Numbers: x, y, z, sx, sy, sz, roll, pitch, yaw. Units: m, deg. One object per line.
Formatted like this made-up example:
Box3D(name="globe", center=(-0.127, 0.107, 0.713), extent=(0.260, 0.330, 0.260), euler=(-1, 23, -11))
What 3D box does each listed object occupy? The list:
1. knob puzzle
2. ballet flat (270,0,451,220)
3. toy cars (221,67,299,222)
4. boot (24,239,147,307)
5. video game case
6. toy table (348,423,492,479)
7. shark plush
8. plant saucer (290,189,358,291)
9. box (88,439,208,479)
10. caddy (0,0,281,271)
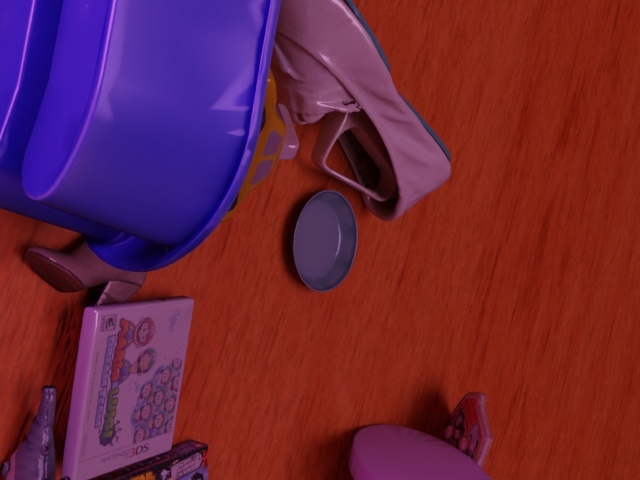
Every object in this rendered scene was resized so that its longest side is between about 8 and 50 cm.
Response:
Box3D(name="knob puzzle", center=(0.184, 0.291, 1.287), extent=(0.213, 0.030, 0.213), euler=(-165, -90, -87))
Box3D(name="ballet flat", center=(0.023, -0.151, 1.028), extent=(0.400, 0.139, 0.139), euler=(47, 59, -45))
Box3D(name="toy cars", center=(-0.062, -0.206, 0.850), extent=(0.087, 0.176, 0.394), euler=(1, 95, -25))
Box3D(name="boot", center=(-0.201, 0.011, 0.831), extent=(0.118, 0.042, 0.087), euler=(51, 50, -43))
Box3D(name="video game case", center=(-0.175, 0.133, 0.861), extent=(0.143, 0.019, 0.157), euler=(-2, 103, -62))
Box3D(name="toy table", center=(0.107, 0.343, 1.117), extent=(0.274, 0.252, 0.161), euler=(-28, 132, -82))
Box3D(name="shark plush", center=(-0.230, 0.206, 0.794), extent=(0.073, 0.067, 0.161), euler=(23, 77, -50))
Box3D(name="plant saucer", center=(0.000, 0.000, 1.089), extent=(0.119, 0.021, 0.119), euler=(-8, 101, -50))
Box3D(name="box", center=(-0.167, 0.259, 0.913), extent=(0.137, 0.027, 0.094), euler=(-8, 103, -51))
Box3D(name="caddy", center=(-0.145, -0.149, 0.717), extent=(0.179, 0.241, 0.342), euler=(13, 86, -47))
